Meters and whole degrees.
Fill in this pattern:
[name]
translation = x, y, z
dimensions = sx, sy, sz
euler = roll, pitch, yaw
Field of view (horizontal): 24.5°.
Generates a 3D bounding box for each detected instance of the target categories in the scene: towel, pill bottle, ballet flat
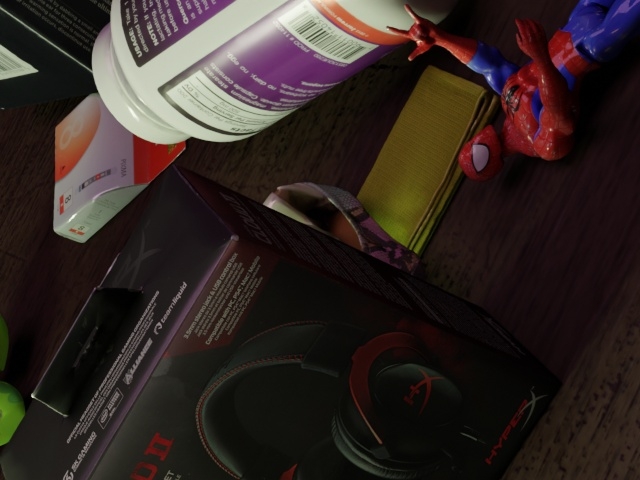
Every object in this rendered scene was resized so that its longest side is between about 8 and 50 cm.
[towel]
translation = 0.048, -0.017, 1.102
dimensions = 0.237, 0.021, 0.102
euler = -62, 35, 5
[pill bottle]
translation = -0.047, -0.196, 1.200
dimensions = 0.323, 0.181, 0.182
euler = -26, 50, 43
[ballet flat]
translation = 0.000, 0.000, 1.068
dimensions = 0.077, 0.079, 0.221
euler = -61, 31, 6

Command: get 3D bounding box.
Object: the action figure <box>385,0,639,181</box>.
[action figure]
translation = 0.158, -0.157, 0.944
dimensions = 0.280, 0.139, 0.091
euler = -53, 34, 22

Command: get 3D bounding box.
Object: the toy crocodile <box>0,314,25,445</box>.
[toy crocodile]
translation = -0.388, 0.226, 1.469
dimensions = 0.115, 0.105, 0.341
euler = 7, 76, 55

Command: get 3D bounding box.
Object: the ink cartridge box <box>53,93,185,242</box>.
[ink cartridge box]
translation = -0.206, -0.102, 1.484
dimensions = 0.179, 0.045, 0.145
euler = -41, 41, 36

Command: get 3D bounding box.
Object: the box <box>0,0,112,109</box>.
[box]
translation = -0.294, -0.319, 1.587
dimensions = 0.296, 0.182, 0.294
euler = -1, 60, 53

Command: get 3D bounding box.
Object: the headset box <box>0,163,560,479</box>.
[headset box]
translation = -0.035, 0.105, 0.893
dimensions = 0.218, 0.293, 0.110
euler = -58, 34, 9
